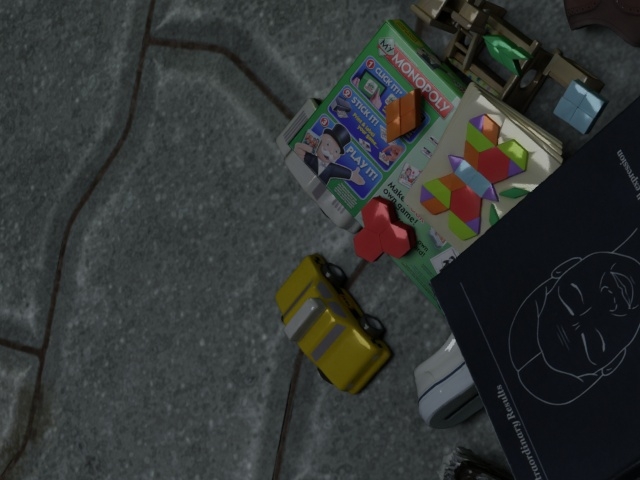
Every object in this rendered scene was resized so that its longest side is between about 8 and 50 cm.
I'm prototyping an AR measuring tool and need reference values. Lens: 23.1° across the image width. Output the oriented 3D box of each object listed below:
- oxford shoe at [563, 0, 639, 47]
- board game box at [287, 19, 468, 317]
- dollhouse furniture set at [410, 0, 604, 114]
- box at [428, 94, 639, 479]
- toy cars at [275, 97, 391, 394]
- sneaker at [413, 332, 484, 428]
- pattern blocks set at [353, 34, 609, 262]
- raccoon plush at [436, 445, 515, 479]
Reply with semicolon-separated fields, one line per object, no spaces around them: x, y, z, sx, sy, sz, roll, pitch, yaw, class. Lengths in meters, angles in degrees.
0.393;-0.265;1.746;0.271;0.097;0.098;15;113;43;oxford shoe
0.130;-0.081;1.882;0.317;0.046;0.213;48;118;15;board game box
0.203;-0.203;1.828;0.182;0.161;0.101;44;111;35;dollhouse furniture set
0.344;0.060;1.510;0.395;0.212;0.294;-43;55;35;box
0.000;0.000;2.009;0.176;0.087;0.394;-6;80;38;toy cars
0.204;0.118;1.829;0.258;0.094;0.091;-37;54;24;sneaker
0.183;-0.070;1.799;0.285;0.026;0.325;29;115;24;pattern blocks set
0.209;0.437;1.674;0.299;0.216;0.446;-65;11;4;raccoon plush
